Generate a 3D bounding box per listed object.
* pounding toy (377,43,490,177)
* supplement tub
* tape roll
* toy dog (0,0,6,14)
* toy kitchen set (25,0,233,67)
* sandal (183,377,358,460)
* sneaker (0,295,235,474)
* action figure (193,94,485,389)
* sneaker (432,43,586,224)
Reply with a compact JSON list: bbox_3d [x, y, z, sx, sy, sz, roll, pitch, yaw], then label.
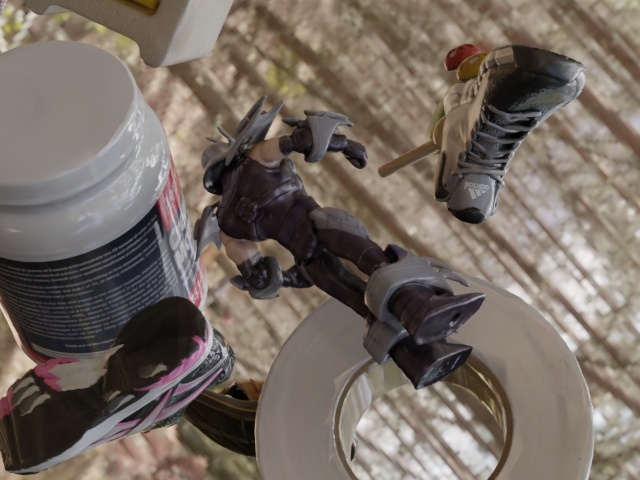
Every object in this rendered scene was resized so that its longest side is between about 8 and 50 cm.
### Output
[{"bbox_3d":[0.183,-0.185,1.694,0.237,0.110,0.183,-31,-169,-33],"label":"pounding toy"},{"bbox_3d":[-0.213,-0.020,1.181,0.191,0.191,0.272,-37,145,-21],"label":"supplement tub"},{"bbox_3d":[0.089,0.173,1.151,0.286,0.286,0.100,-38,157,-10],"label":"tape roll"},{"bbox_3d":[-0.269,-0.169,0.827,0.220,0.161,0.333,37,66,-80],"label":"toy dog"},{"bbox_3d":[-0.133,-0.137,0.458,0.207,0.166,0.122,-26,139,-61],"label":"toy kitchen set"},{"bbox_3d":[-0.055,0.167,1.311,0.219,0.090,0.060,4,-132,33],"label":"sandal"},{"bbox_3d":[-0.132,0.109,0.886,0.178,0.072,0.077,-27,145,17],"label":"sneaker"},{"bbox_3d":[0.000,0.000,1.089,0.099,0.285,0.185,-28,149,-40],"label":"action figure"},{"bbox_3d":[0.153,-0.079,1.140,0.229,0.086,0.132,147,-42,-78],"label":"sneaker"}]
